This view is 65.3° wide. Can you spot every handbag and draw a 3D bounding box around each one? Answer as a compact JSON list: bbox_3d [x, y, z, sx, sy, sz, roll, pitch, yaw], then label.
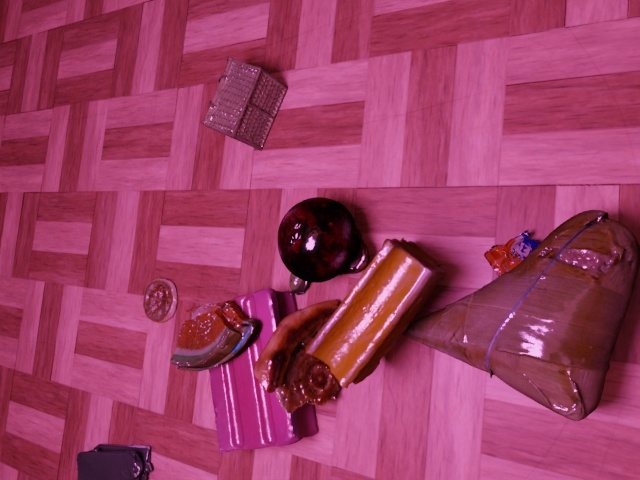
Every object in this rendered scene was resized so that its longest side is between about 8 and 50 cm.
[{"bbox_3d":[-0.050,0.085,1.250,0.072,0.047,0.111,11,86,32],"label":"handbag"},{"bbox_3d":[-0.600,0.733,1.457,0.260,0.079,0.247,-10,80,26],"label":"handbag"}]

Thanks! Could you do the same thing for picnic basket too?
[{"bbox_3d":[-0.215,-0.373,1.362,0.154,0.134,0.196,27,97,31],"label":"picnic basket"}]

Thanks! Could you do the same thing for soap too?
[{"bbox_3d":[0.121,0.135,1.033,0.143,0.259,0.281,36,103,16],"label":"soap"},{"bbox_3d":[-0.159,0.317,1.234,0.233,0.128,0.359,-17,75,26],"label":"soap"}]

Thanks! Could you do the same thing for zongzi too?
[{"bbox_3d":[0.368,0.093,0.955,0.393,0.174,0.355,20,86,43],"label":"zongzi"}]

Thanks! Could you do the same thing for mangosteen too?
[{"bbox_3d":[0.000,0.000,1.149,0.210,0.210,0.209,-5,81,29],"label":"mangosteen"}]

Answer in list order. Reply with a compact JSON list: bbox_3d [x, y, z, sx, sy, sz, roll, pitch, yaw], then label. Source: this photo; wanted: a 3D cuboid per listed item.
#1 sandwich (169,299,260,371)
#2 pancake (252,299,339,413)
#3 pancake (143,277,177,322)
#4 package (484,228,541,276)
[{"bbox_3d":[-0.254,0.225,1.180,0.235,0.079,0.159,-13,77,24],"label":"sandwich"},{"bbox_3d":[-0.048,0.258,1.134,0.056,0.213,0.257,-31,57,57],"label":"pancake"},{"bbox_3d":[-0.481,0.180,1.498,0.140,0.022,0.139,-4,82,29],"label":"pancake"},{"bbox_3d":[0.395,0.028,1.014,0.077,0.033,0.110,46,122,3],"label":"package"}]
